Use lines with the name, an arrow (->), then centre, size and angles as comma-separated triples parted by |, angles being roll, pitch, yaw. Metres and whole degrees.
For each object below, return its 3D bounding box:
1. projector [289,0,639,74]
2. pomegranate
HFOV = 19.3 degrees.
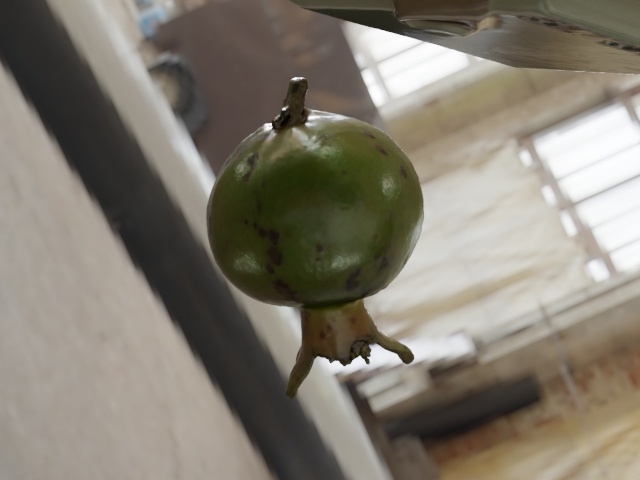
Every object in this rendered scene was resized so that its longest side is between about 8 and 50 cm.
projector -> 0.099, -0.167, 0.877 | 0.242, 0.177, 0.163 | 8, 89, -47
pomegranate -> 0.003, 0.003, 1.359 | 0.156, 0.156, 0.220 | -112, -177, -48
